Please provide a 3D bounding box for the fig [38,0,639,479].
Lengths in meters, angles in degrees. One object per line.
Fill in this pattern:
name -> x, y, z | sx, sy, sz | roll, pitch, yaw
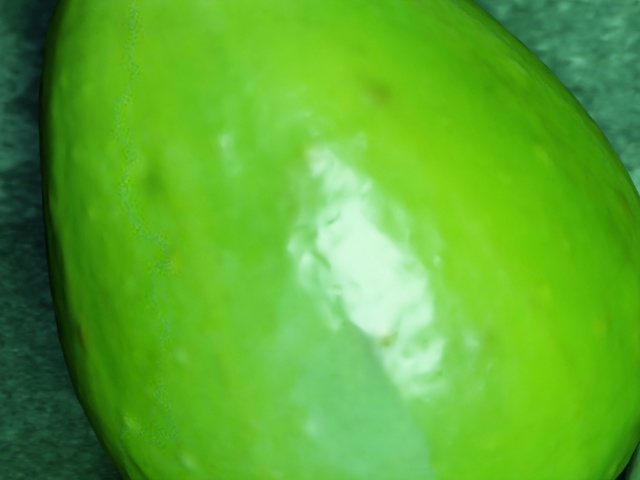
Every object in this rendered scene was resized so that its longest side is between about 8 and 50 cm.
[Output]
fig -> 0.000, 0.000, 0.810 | 0.258, 0.258, 0.326 | -23, 119, 21

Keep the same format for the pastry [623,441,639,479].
pastry -> 0.253, 0.150, 1.125 | 0.156, 0.092, 0.156 | -1, 138, 0
